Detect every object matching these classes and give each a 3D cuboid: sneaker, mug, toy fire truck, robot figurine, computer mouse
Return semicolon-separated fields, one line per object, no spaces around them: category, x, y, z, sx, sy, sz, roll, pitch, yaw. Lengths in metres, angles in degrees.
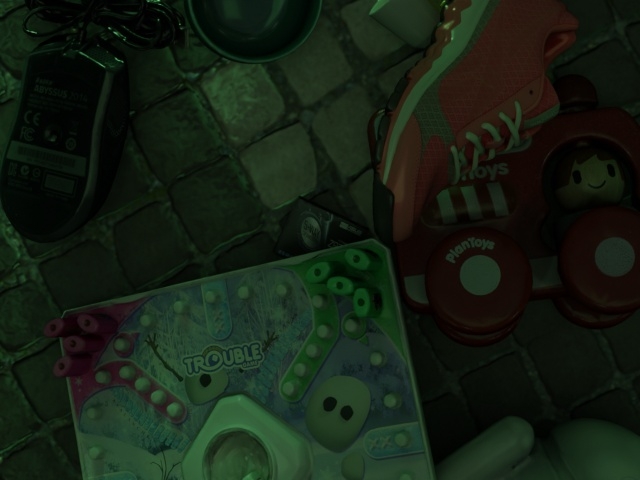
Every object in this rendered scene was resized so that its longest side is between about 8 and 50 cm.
sneaker;0.147;-0.125;1.071;0.136;0.116;0.314;21;67;14
mug;-0.057;-0.239;1.140;0.158;0.097;0.129;2;99;-12
toy fire truck;0.209;-0.036;1.144;0.302;0.169;0.254;-9;79;6
robot figurine;0.225;0.314;1.171;0.353;0.200;0.300;-33;111;8
computer mouse;-0.243;-0.128;1.184;0.188;0.072;0.272;19;95;20
mug;0.098;-0.232;1.157;0.064;0.062;0.078;43;106;-12

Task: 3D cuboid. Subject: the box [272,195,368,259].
box;0.000;0.000;1.222;0.083;0.018;0.067;26;101;-1

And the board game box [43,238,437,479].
board game box;-0.082;0.226;1.152;0.390;0.050;0.390;-13;83;22
